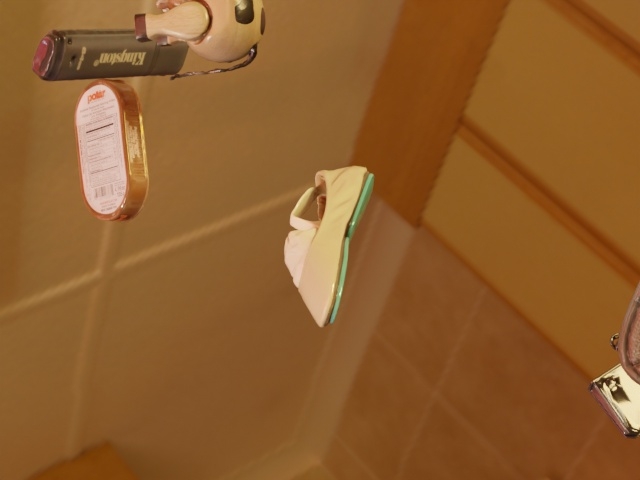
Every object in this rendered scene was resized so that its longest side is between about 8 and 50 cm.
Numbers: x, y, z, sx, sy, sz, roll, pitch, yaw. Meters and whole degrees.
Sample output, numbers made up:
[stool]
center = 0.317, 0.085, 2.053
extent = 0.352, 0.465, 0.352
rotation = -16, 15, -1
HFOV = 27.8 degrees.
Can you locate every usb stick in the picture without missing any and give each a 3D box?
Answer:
[usb stick]
center = -0.281, -0.257, 1.780
extent = 0.278, 0.045, 0.077
rotation = -14, -42, -55

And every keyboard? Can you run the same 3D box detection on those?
[keyboard]
center = 0.383, 0.144, 1.484
extent = 0.180, 0.108, 0.023
rotation = -27, -13, -28

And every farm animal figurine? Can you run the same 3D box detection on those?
[farm animal figurine]
center = -0.120, -0.339, 1.408
extent = 0.330, 0.172, 0.327
rotation = -56, -37, -67

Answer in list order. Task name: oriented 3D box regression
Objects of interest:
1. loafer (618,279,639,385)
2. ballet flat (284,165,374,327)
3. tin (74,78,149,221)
[loafer]
center = 0.311, -0.008, 1.009
extent = 0.267, 0.096, 0.084
rotation = -62, -17, 6
[ballet flat]
center = 0.000, 0.000, 1.434
extent = 0.248, 0.086, 0.086
rotation = -72, 2, -51
[tin]
center = -0.275, -0.118, 1.693
extent = 0.106, 0.190, 0.040
rotation = -11, -7, 37
